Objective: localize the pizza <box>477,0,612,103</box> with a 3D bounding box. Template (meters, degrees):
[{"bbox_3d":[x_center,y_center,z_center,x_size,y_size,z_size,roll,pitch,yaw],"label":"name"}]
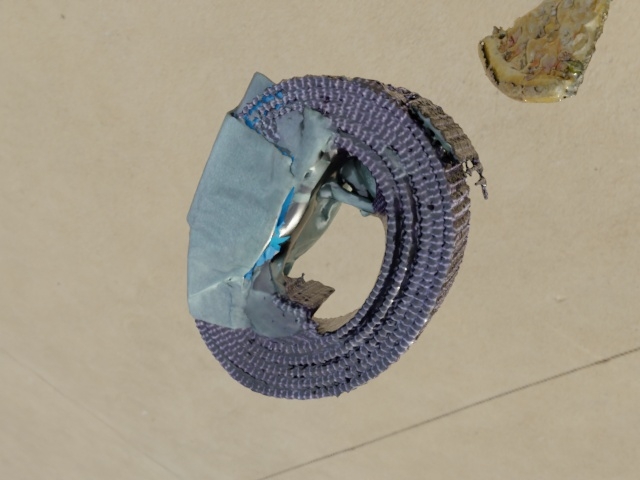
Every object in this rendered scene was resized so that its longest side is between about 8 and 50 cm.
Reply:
[{"bbox_3d":[0.569,-0.490,1.648,0.080,0.392,0.435,25,147,-24],"label":"pizza"}]

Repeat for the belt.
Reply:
[{"bbox_3d":[0.000,0.000,0.624,0.260,0.122,0.325,32,113,12],"label":"belt"}]
